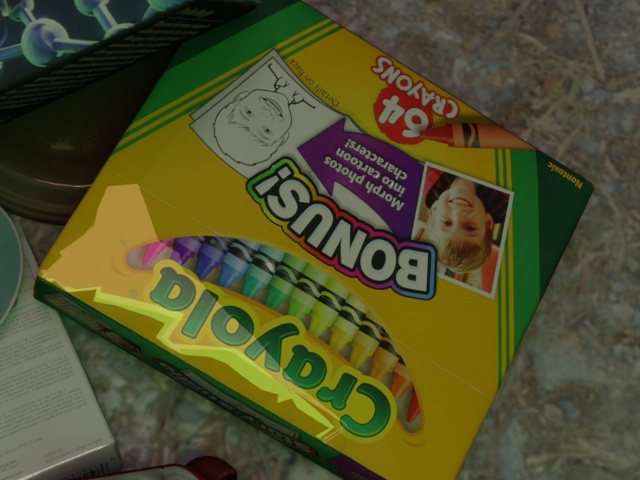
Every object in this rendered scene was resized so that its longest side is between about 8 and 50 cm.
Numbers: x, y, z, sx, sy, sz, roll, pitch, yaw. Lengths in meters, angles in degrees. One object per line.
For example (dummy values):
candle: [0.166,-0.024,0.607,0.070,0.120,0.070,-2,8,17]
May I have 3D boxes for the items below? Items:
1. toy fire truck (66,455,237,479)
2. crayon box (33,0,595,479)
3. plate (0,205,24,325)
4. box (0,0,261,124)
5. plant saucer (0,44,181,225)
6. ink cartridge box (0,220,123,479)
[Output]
toy fire truck: [-0.033,0.242,0.945,0.254,0.302,0.169,38,103,21]
crayon box: [0.000,0.000,1.089,0.363,0.106,0.313,31,69,-6]
plate: [-0.335,0.031,1.075,0.188,0.024,0.188,1,60,-1]
box: [-0.289,-0.229,0.962,0.395,0.212,0.293,-23,95,11]
plant saucer: [-0.214,-0.149,1.160,0.278,0.041,0.278,2,72,-7]
ink cartridge box: [-0.289,0.116,1.069,0.189,0.066,0.232,-21,56,-15]
